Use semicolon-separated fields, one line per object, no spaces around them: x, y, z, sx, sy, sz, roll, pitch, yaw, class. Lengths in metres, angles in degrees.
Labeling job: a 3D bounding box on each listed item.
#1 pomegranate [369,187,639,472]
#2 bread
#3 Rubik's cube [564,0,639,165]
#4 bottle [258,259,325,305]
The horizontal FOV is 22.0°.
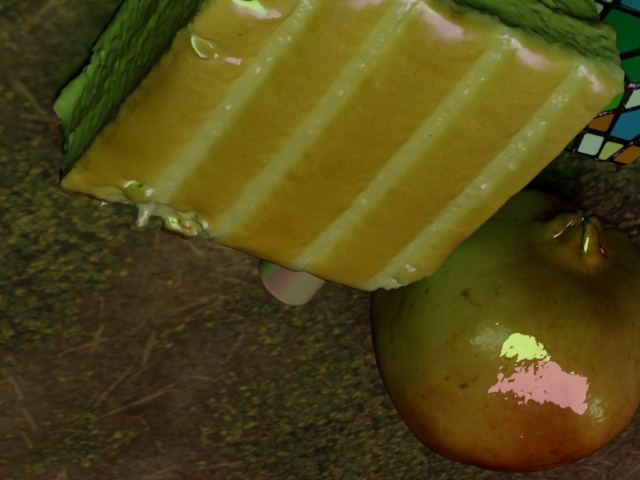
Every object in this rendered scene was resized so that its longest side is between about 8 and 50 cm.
0.132;0.064;1.151;0.209;0.209;0.209;-14;145;-10;pomegranate
-0.001;-0.084;0.928;0.239;0.111;0.246;18;136;-24;bread
0.170;-0.110;1.012;0.133;0.112;0.133;-15;143;-12;Rubik's cube
0.000;0.000;1.135;0.045;0.045;0.096;13;131;-40;bottle
